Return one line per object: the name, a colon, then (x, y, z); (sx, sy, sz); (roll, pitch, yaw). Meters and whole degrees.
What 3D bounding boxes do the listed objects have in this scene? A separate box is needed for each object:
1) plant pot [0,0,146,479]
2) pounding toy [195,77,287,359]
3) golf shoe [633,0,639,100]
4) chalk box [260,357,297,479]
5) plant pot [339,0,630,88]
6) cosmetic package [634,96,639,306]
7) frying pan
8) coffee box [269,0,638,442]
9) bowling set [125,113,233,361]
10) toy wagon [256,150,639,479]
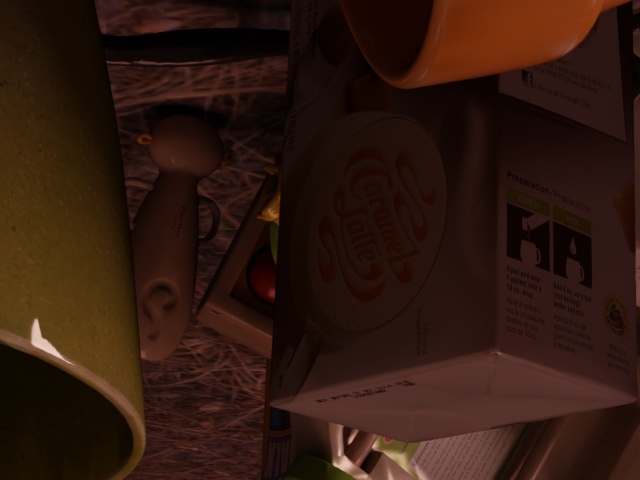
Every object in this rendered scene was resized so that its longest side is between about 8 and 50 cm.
plant pot: (-0.198, -0.066, 0.712); (0.274, 0.294, 0.275); (1, 156, 1)
pounding toy: (0.000, 0.000, 1.066); (0.130, 0.141, 0.100); (28, 167, -5)
golf shoe: (0.121, -0.091, 0.905); (0.067, 0.086, 0.186); (10, 162, -20)
chalk box: (0.070, 0.128, 1.212); (0.180, 0.289, 0.179); (11, 158, -19)
plant pot: (0.101, -0.164, 0.581); (0.188, 0.205, 0.205); (-9, 162, -10)
cosmetic package: (0.277, -0.037, 0.950); (0.224, 0.138, 0.224); (20, 154, -35)
frying pan: (-0.185, -0.092, 0.892); (0.326, 0.053, 0.197); (-2, -161, 12)
coffee box: (0.061, -0.045, 0.802); (0.098, 0.247, 0.141); (20, 155, -39)
bowling set: (-0.223, -0.030, 1.103); (0.287, 0.154, 0.200); (15, 176, -31)
toy wagon: (0.078, 0.050, 1.026); (0.344, 0.267, 0.068); (43, 160, -30)
